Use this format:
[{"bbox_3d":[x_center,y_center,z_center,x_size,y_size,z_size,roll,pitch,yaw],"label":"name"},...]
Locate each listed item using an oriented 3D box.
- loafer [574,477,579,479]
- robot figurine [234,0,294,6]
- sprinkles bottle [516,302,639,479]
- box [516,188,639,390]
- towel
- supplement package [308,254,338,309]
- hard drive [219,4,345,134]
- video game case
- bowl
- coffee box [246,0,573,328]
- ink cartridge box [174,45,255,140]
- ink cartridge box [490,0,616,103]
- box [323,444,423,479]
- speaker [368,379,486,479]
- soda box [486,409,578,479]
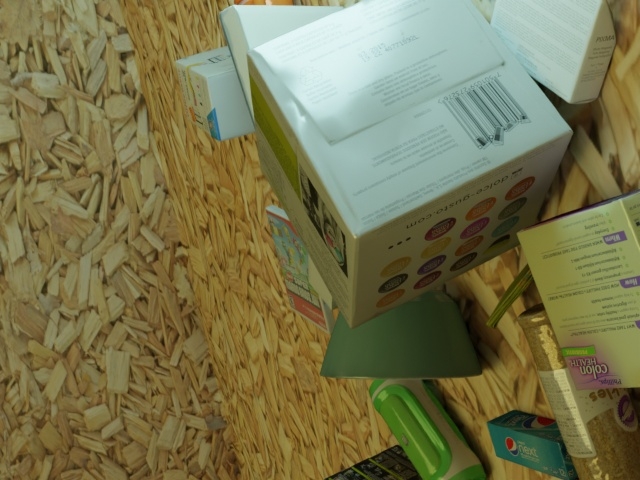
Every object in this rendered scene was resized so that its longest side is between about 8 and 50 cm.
[{"bbox_3d":[0.462,0.550,1.455,0.109,0.095,0.302,-9,100,68],"label":"loafer"},{"bbox_3d":[-0.113,-0.485,1.888,0.128,0.158,0.219,-21,88,45],"label":"robot figurine"},{"bbox_3d":[0.412,0.260,1.304,0.121,0.121,0.355,-26,84,67],"label":"sprinkles bottle"},{"bbox_3d":[0.408,0.064,1.152,0.213,0.117,0.243,-26,83,64],"label":"box"},{"bbox_3d":[0.330,0.055,1.370,0.021,0.102,0.237,35,149,9],"label":"towel"},{"bbox_3d":[0.075,0.051,1.821,0.105,0.179,0.105,49,149,42],"label":"supplement package"},{"bbox_3d":[-0.027,-0.311,1.581,0.047,0.353,0.233,-16,94,35],"label":"hard drive"},{"bbox_3d":[-0.047,0.068,2.073,0.204,0.025,0.285,26,134,57],"label":"video game case"},{"bbox_3d":[0.152,0.178,1.660,0.311,0.312,0.163,169,102,-67],"label":"bowl"},{"bbox_3d":[0.116,-0.130,1.315,0.338,0.338,0.334,59,167,24],"label":"coffee box"},{"bbox_3d":[-0.243,-0.379,2.211,0.233,0.168,0.171,37,141,54],"label":"ink cartridge box"},{"bbox_3d":[0.319,-0.326,1.151,0.189,0.066,0.232,50,141,40],"label":"ink cartridge box"},{"bbox_3d":[0.163,0.575,1.994,0.270,0.216,0.060,10,117,63],"label":"box"},{"bbox_3d":[0.224,0.411,1.844,0.296,0.131,0.131,55,153,33],"label":"speaker"},{"bbox_3d":[0.383,0.355,1.514,0.210,0.067,0.071,-5,103,66],"label":"soda box"}]
